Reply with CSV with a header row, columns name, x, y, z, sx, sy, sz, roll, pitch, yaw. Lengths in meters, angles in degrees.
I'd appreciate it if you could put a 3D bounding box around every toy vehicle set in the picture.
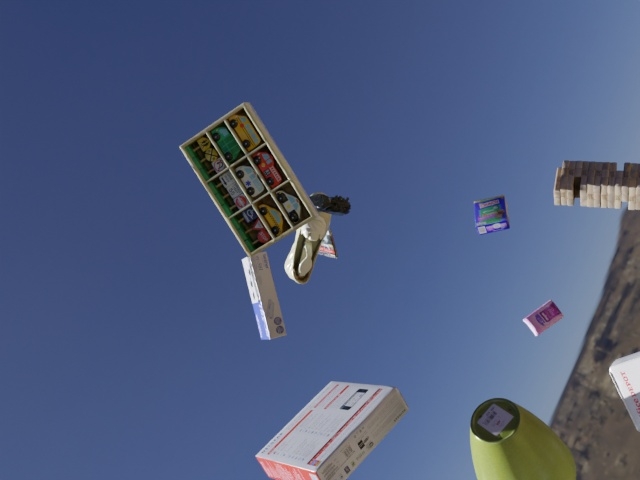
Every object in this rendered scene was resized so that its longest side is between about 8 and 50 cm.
name,x,y,z,sx,sy,sz,roll,pitch,yaw
toy vehicle set,-0.142,-0.119,1.436,0.166,0.267,0.035,-32,3,16

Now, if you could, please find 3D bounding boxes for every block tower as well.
name,x,y,z,sx,sy,sz,roll,pitch,yaw
block tower,0.786,-0.142,1.870,0.091,0.335,0.097,65,-143,-47

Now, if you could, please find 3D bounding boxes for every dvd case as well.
name,x,y,z,sx,sy,sz,roll,pitch,yaw
dvd case,0.000,0.000,2.012,0.013,0.087,0.119,-58,-32,-32

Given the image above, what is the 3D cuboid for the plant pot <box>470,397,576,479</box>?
name,x,y,z,sx,sy,sz,roll,pitch,yaw
plant pot,0.520,0.566,1.960,0.275,0.274,0.293,-54,-50,-24

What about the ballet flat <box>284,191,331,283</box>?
name,x,y,z,sx,sy,sz,roll,pitch,yaw
ballet flat,-0.026,0.001,1.821,0.086,0.086,0.248,-24,-43,-56

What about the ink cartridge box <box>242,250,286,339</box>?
name,x,y,z,sx,sy,sz,roll,pitch,yaw
ink cartridge box,-0.138,0.135,1.745,0.046,0.097,0.207,-13,-93,-19

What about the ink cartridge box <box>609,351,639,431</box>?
name,x,y,z,sx,sy,sz,roll,pitch,yaw
ink cartridge box,0.986,0.389,1.992,0.283,0.207,0.117,-29,-10,32

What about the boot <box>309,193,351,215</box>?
name,x,y,z,sx,sy,sz,roll,pitch,yaw
boot,0.001,-0.078,1.642,0.099,0.121,0.045,9,-104,-48

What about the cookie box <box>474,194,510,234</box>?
name,x,y,z,sx,sy,sz,roll,pitch,yaw
cookie box,0.494,-0.074,2.074,0.107,0.091,0.040,-82,-29,-44

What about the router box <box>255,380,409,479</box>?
name,x,y,z,sx,sy,sz,roll,pitch,yaw
router box,0.031,0.528,1.974,0.335,0.301,0.082,-39,-74,-32

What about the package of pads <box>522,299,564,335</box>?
name,x,y,z,sx,sy,sz,roll,pitch,yaw
package of pads,0.523,0.182,1.685,0.083,0.050,0.032,-34,-17,-6
